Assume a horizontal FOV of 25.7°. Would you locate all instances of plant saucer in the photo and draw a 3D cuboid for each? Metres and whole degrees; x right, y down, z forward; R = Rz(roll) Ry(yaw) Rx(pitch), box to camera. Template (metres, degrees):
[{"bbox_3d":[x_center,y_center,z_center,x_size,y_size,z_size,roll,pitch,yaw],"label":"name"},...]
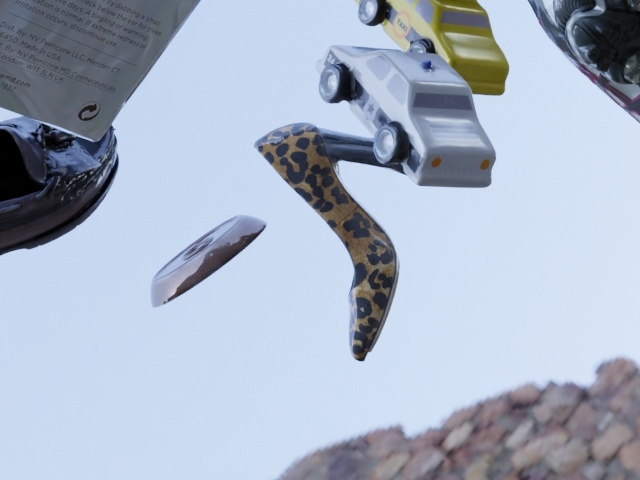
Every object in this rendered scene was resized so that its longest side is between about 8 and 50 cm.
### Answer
[{"bbox_3d":[-0.137,0.018,1.652,0.168,0.168,0.029,-37,-81,-16],"label":"plant saucer"}]

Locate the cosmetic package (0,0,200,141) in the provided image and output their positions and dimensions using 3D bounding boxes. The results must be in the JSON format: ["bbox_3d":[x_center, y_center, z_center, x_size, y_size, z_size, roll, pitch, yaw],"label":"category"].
[{"bbox_3d":[-0.128,-0.270,0.591,0.284,0.377,0.097,-50,-34,14],"label":"cosmetic package"}]

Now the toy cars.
[{"bbox_3d":[0.098,-0.175,1.290,0.176,0.393,0.087,23,-60,-2],"label":"toy cars"}]

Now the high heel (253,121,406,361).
[{"bbox_3d":[0.000,0.000,1.609,0.186,0.093,0.261,9,-88,-5],"label":"high heel"}]

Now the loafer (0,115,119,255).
[{"bbox_3d":[-0.271,-0.048,1.184,0.302,0.109,0.095,-40,-26,-46],"label":"loafer"}]

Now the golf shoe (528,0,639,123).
[{"bbox_3d":[0.270,-0.150,1.146,0.273,0.120,0.105,35,-85,-41],"label":"golf shoe"}]
